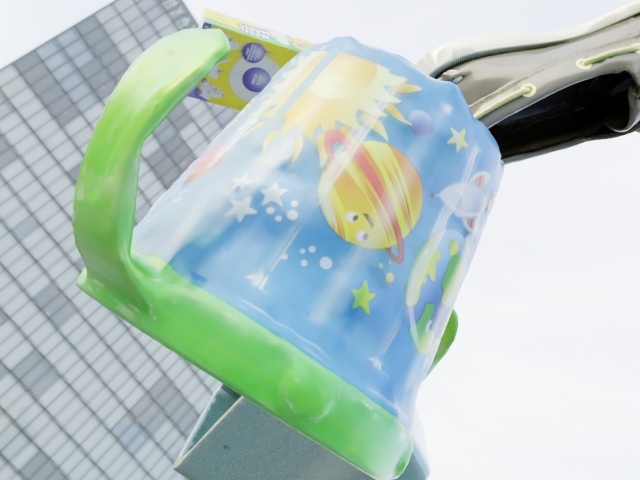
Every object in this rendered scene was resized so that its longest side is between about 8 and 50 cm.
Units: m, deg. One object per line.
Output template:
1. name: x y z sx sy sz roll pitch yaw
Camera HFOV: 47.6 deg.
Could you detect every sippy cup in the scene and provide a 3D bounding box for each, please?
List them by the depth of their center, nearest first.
1. sippy cup: 0.000 0.000 0.484 0.240 0.224 0.305 30 -12 7

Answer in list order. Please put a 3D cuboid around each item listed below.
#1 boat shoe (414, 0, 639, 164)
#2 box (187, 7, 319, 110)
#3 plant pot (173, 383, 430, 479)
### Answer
1. boat shoe: 0.226 -0.123 0.582 0.109 0.304 0.091 83 -7 -61
2. box: -0.071 -0.206 0.896 0.179 0.043 0.105 11 -50 -19
3. plant pot: 0.004 0.245 0.958 0.252 0.248 0.247 43 10 -5
